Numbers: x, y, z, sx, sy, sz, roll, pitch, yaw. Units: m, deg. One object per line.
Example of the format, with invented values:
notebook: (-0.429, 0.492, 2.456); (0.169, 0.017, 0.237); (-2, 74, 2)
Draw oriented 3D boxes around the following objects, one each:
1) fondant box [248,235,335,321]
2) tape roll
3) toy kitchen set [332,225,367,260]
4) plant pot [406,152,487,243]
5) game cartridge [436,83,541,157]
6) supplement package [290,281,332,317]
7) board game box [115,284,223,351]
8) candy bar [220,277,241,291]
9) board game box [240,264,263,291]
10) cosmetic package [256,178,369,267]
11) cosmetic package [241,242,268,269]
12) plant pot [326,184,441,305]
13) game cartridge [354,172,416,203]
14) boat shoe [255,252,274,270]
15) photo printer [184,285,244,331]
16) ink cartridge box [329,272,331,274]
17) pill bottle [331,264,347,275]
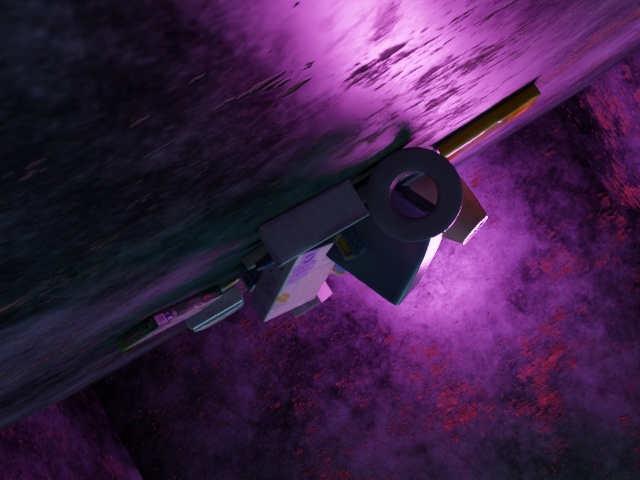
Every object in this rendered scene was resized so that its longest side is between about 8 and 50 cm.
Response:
fondant box: (-0.069, 0.094, 1.582); (0.238, 0.096, 0.330); (-20, 148, -43)
tape roll: (0.220, -0.107, 1.162); (0.219, 0.219, 0.072); (-32, 176, 17)
toy kitchen set: (0.000, 0.000, 1.245); (0.207, 0.166, 0.122); (-30, 177, -27)
plant pot: (0.430, -0.121, 1.725); (0.256, 0.274, 0.256); (-41, 161, -18)
game cartridge: (0.528, -0.362, 1.581); (0.324, 0.052, 0.285); (-31, 177, 18)
supplement package: (-0.094, 0.172, 2.156); (0.145, 0.261, 0.204); (-32, 177, 15)
board game box: (-0.502, 0.257, 1.677); (0.214, 0.046, 0.317); (-34, 176, 31)
candy bar: (-0.381, 0.188, 1.962); (0.162, 0.018, 0.040); (-32, 176, 12)
board game box: (-0.160, 0.081, 1.805); (0.254, 0.079, 0.336); (-30, 176, -14)
cosmetic package: (-0.016, -0.040, 1.119); (0.239, 0.098, 0.060); (-29, 179, -19)
cosmetic package: (-0.163, 0.036, 1.411); (0.115, 0.041, 0.060); (-33, 176, 30)
plant pot: (0.213, -0.014, 1.412); (0.252, 0.247, 0.248); (-61, 164, 23)
game cartridge: (0.187, -0.163, 1.461); (0.230, 0.068, 0.355); (-28, 178, 24)
boat shoe: (-0.106, 0.010, 1.317); (0.183, 0.066, 0.066); (-36, -179, -19)
photo printer: (-0.452, 0.295, 2.140); (0.256, 0.107, 0.307); (-30, 177, -13)
ink cartridge box: (0.054, 0.040, 2.192); (0.097, 0.188, 0.255); (-32, 179, -19)
pill bottle: (0.126, -0.005, 1.687); (0.272, 0.152, 0.152); (-38, 173, 36)
